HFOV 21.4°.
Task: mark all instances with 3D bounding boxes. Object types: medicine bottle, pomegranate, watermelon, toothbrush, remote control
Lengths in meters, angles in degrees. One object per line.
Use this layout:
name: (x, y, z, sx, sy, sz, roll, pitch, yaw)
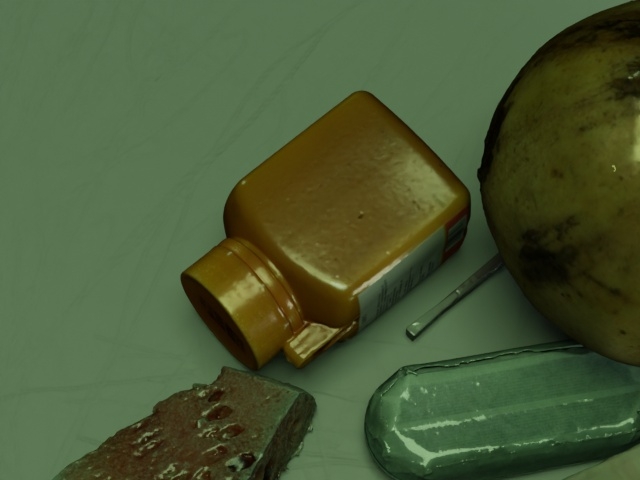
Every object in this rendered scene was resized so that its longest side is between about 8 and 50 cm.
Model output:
medicine bottle: (0.000, 0.000, 1.405, 0.222, 0.112, 0.149, -38, 71, -16)
pomegranate: (0.286, -0.043, 1.334, 0.322, 0.322, 0.322, 0, 65, 0)
watermelon: (-0.099, 0.189, 1.343, 0.154, 0.094, 0.241, 36, 69, 25)
toothbrush: (0.146, 0.020, 1.451, 0.194, 0.014, 0.017, -41, 72, -17)
remote control: (0.158, 0.137, 1.379, 0.247, 0.052, 0.104, -10, 66, -8)

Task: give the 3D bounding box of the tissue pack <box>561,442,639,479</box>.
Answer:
tissue pack: (0.204, 0.297, 1.262, 0.343, 0.125, 0.242, -21, 69, -12)
